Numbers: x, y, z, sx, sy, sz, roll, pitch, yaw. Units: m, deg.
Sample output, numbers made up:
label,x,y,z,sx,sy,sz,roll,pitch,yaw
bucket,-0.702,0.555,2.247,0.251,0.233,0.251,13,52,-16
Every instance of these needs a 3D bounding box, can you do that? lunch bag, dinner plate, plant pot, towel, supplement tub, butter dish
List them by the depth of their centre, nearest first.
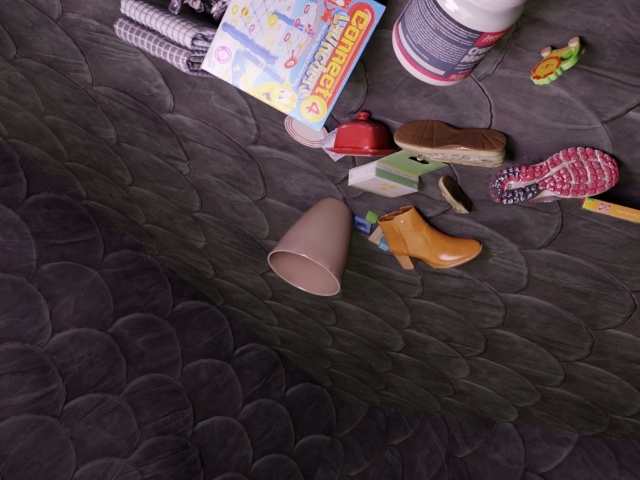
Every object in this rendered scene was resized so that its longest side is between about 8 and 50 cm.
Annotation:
label,x,y,z,sx,sy,sz,roll,pitch,yaw
supplement tub,0.271,-0.444,1.295,0.191,0.191,0.272,29,154,-5
towel,-0.319,-0.483,1.634,0.235,0.121,0.284,29,-160,21
butter dish,0.113,-0.288,1.811,0.160,0.118,0.160,7,-169,30
lunch bag,0.053,-0.280,1.932,0.083,0.053,0.071,-30,125,27
dinner plate,-0.038,-0.325,1.973,0.141,0.017,0.141,21,153,12
plant pot,0.000,0.000,2.232,0.257,0.274,0.256,21,153,11

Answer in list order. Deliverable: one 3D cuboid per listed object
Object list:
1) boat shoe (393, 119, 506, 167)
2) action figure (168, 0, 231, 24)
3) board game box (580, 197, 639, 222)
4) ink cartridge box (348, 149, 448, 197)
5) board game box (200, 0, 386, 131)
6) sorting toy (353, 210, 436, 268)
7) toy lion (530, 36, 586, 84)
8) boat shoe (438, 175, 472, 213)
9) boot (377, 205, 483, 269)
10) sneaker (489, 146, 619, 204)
label,x,y,z,sx,sy,sz,roll,pitch,yaw
boat shoe,0.326,-0.235,1.714,0.285,0.104,0.089,13,148,23
action figure,-0.260,-0.583,1.554,0.164,0.276,0.141,48,116,11
board game box,0.754,-0.065,1.652,0.260,0.039,0.124,20,-173,17
ink cartridge box,0.216,-0.183,1.893,0.171,0.056,0.235,14,165,-35
board game box,-0.060,-0.447,1.487,0.302,0.308,0.086,28,-163,-3
sorting toy,0.265,0.012,2.269,0.348,0.047,0.196,28,153,-3
toy lion,0.478,-0.359,1.368,0.100,0.096,0.034,-9,137,48
boat shoe,0.376,-0.127,1.920,0.048,0.056,0.153,-10,143,43
boot,0.336,-0.018,2.106,0.295,0.104,0.211,-12,121,31
sneaker,0.573,-0.155,1.654,0.299,0.120,0.112,-5,176,31
